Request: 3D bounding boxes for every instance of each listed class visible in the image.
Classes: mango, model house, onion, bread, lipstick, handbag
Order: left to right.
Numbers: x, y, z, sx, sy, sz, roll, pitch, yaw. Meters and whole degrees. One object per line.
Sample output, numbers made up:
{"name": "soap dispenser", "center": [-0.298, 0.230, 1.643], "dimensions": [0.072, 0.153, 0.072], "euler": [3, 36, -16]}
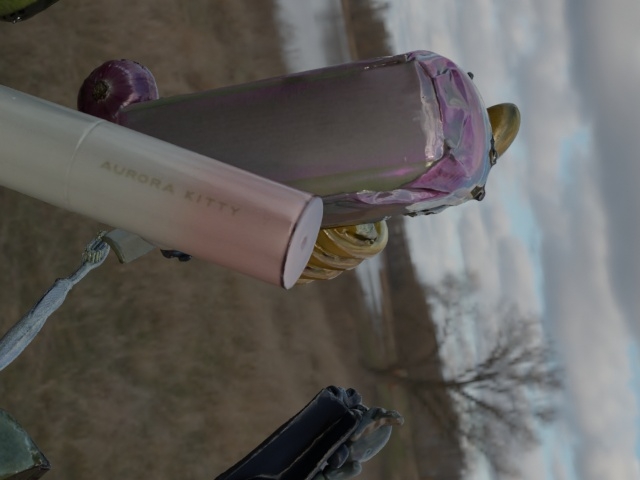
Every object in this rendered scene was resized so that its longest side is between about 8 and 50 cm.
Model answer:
{"name": "model house", "center": [-0.507, 0.330, 1.832], "dimensions": [0.165, 0.106, 0.152], "euler": [52, -11, 17]}
{"name": "onion", "center": [-0.271, -0.189, 1.560], "dimensions": [0.104, 0.115, 0.115], "euler": [7, 71, -62]}
{"name": "lipstick", "center": [-0.164, -0.051, 1.007], "dimensions": [0.087, 0.327, 0.087], "euler": [20, 90, -78]}
{"name": "handbag", "center": [-0.005, 0.312, 1.663], "dimensions": [0.118, 0.269, 0.326], "euler": [47, 1, 12]}
{"name": "bread", "center": [0.000, 0.000, 1.389], "dimensions": [0.119, 0.177, 0.084], "euler": [14, 60, -39]}
{"name": "mango", "center": [0.202, -0.134, 1.635], "dimensions": [0.085, 0.184, 0.102], "euler": [47, 34, -43]}

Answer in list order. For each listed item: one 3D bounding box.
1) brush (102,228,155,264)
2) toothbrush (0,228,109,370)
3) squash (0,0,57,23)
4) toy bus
{"name": "brush", "center": [-0.242, -0.027, 1.760], "dimensions": [0.054, 0.048, 0.282], "euler": [52, 25, 0]}
{"name": "toothbrush", "center": [-0.402, 0.093, 1.695], "dimensions": [0.413, 0.035, 0.042], "euler": [-61, 165, -58]}
{"name": "squash", "center": [-0.386, -0.430, 1.141], "dimensions": [0.384, 0.263, 0.263], "euler": [41, 26, -33]}
{"name": "toy bus", "center": [-0.019, -0.087, 1.181], "dimensions": [0.162, 0.386, 0.171], "euler": [5, 77, -77]}
